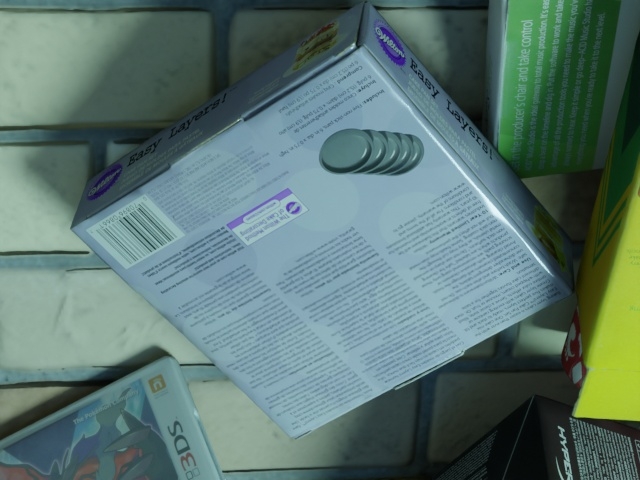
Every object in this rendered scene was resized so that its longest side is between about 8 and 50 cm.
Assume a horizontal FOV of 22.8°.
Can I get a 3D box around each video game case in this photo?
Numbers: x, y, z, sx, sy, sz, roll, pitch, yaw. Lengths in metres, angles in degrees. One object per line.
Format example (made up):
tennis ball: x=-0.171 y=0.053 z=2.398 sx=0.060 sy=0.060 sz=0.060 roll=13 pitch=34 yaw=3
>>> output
video game case: x=-0.163 y=0.208 z=1.166 sx=0.201 sy=0.183 sz=0.023 roll=-28 pitch=158 yaw=8

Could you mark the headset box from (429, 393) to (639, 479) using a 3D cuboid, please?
headset box: x=0.221 y=0.252 z=1.221 sx=0.293 sy=0.110 sz=0.218 roll=20 pitch=135 yaw=-25

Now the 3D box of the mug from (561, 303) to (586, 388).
mug: x=0.261 y=0.036 z=1.156 sx=0.150 sy=0.113 sz=0.169 roll=10 pitch=121 yaw=-11

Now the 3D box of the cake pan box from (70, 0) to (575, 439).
cake pan box: x=0.000 y=0.000 z=1.089 sx=0.267 sy=0.070 sz=0.246 roll=-31 pitch=117 yaw=27

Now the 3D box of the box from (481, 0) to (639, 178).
box: x=0.267 y=-0.138 z=1.020 sx=0.322 sy=0.058 sz=0.232 roll=-8 pitch=150 yaw=-1

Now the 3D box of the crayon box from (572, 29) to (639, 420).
crayon box: x=0.277 y=-0.012 z=0.993 sx=0.202 sy=0.081 sz=0.318 roll=5 pitch=132 yaw=-2
